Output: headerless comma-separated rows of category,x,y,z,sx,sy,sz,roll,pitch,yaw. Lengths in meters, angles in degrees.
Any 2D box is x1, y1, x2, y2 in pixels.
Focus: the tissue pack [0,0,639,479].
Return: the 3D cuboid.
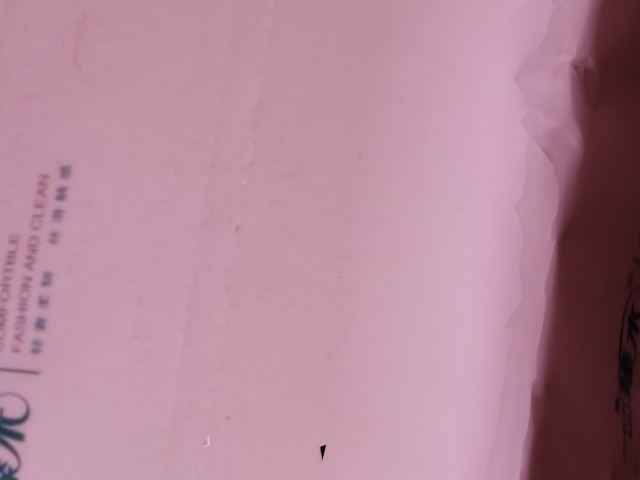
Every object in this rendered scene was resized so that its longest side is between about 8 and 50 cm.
tissue pack,0.000,0.000,0.809,0.297,0.207,0.380,3,79,25
